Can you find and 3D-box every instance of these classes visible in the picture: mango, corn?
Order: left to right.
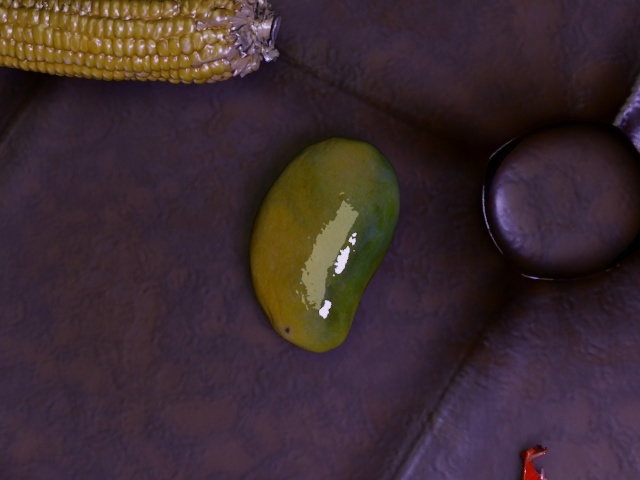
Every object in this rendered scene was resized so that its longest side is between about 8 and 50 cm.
[{"bbox_3d":[-0.193,-0.200,1.672,0.318,0.115,0.115,1,71,11],"label":"corn"},{"bbox_3d":[-0.002,-0.003,1.576,0.122,0.085,0.191,23,75,14],"label":"mango"}]

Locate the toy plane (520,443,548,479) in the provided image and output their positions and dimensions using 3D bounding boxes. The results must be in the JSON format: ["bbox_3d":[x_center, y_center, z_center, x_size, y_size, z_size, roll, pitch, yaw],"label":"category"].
[{"bbox_3d":[0.119,0.253,1.475,0.077,0.126,0.194,51,47,-9],"label":"toy plane"}]
